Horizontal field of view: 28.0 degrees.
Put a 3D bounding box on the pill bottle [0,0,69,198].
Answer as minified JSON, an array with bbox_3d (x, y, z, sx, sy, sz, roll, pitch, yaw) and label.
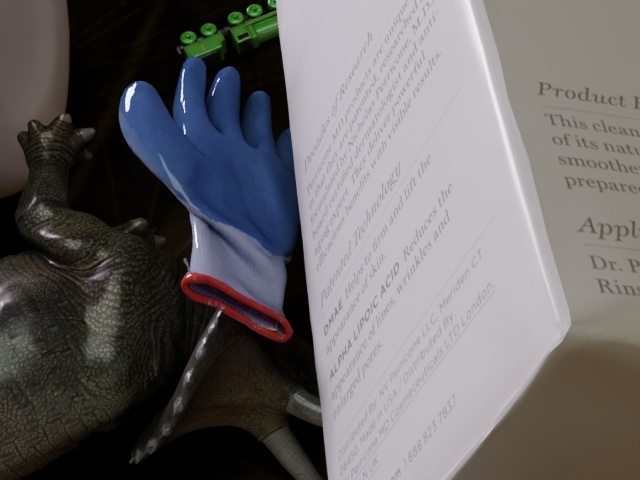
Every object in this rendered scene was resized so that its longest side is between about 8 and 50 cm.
[{"bbox_3d":[-0.316,-0.106,0.664,0.334,0.188,0.188,-2,50,10],"label":"pill bottle"}]

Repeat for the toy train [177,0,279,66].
[{"bbox_3d":[-0.041,-0.120,0.735,0.083,0.017,0.023,-23,59,-9],"label":"toy train"}]

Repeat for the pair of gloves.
[{"bbox_3d":[0.000,0.000,0.545,0.023,0.198,0.159,-48,28,30],"label":"pair of gloves"}]

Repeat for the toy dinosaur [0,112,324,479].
[{"bbox_3d":[-0.139,0.048,0.545,0.314,0.121,0.160,-13,42,-3],"label":"toy dinosaur"}]

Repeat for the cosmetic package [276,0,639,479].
[{"bbox_3d":[0.110,-0.054,0.510,0.217,0.156,0.385,12,44,-18],"label":"cosmetic package"}]
